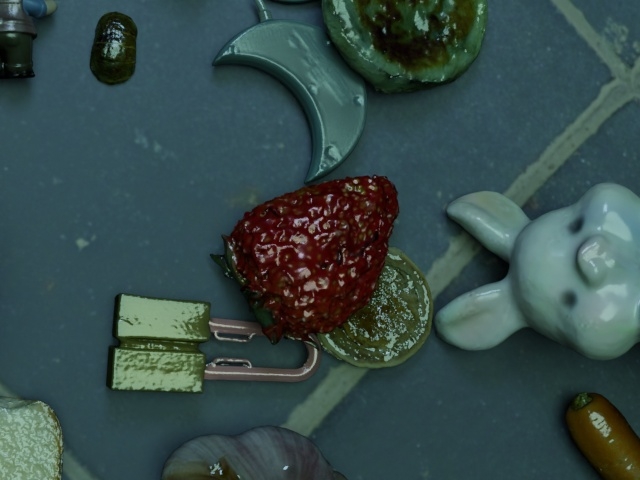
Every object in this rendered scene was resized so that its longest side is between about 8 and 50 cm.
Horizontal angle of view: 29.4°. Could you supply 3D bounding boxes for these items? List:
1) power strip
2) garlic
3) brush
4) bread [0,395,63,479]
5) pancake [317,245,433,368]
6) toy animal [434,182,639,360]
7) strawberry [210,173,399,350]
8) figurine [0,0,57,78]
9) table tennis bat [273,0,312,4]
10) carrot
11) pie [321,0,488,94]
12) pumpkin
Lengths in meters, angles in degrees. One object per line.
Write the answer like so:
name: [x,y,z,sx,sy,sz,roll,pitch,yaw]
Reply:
power strip: [-0.028,-0.181,1.382,0.137,0.044,0.216,-38,96,-15]
garlic: [-0.082,0.313,1.255,0.207,0.257,0.207,8,116,16]
brush: [-0.112,0.118,1.337,0.233,0.047,0.103,5,84,-16]
bread: [-0.330,0.226,1.273,0.126,0.044,0.129,8,86,-7]
pancake: [0.059,0.078,1.394,0.151,0.025,0.152,1,85,-16]
toy animal: [0.320,0.048,1.384,0.367,0.241,0.196,8,76,0]
strawberry: [0.013,0.010,1.332,0.228,0.098,0.174,-25,74,-18]
figurine: [-0.330,-0.269,1.291,0.114,0.108,0.196,-2,101,9]
table tennis bat: [-0.017,-0.386,1.407,0.149,0.038,0.237,25,84,-10]
carrot: [0.364,0.269,1.440,0.067,0.067,0.225,-41,97,-14]
pie: [0.097,-0.280,1.404,0.240,0.054,0.241,5,80,-31]
pumpkin: [-0.226,-0.215,1.341,0.050,0.028,0.083,4,81,-13]
